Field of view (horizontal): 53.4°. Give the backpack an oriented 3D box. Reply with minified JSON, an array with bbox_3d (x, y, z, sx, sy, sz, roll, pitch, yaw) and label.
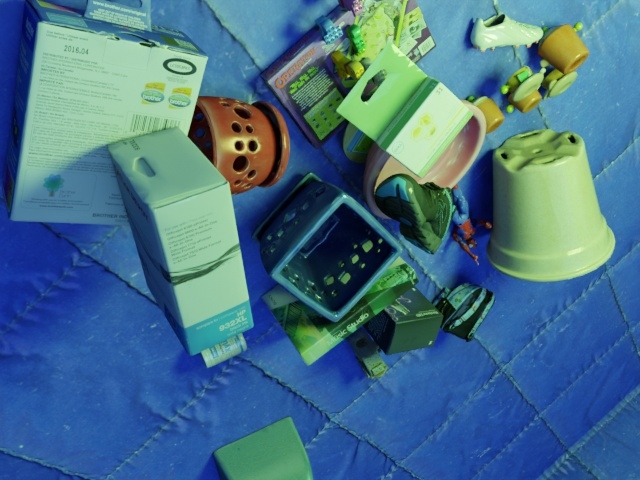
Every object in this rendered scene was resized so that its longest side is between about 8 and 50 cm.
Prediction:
[{"bbox_3d":[0.424,0.194,1.887,0.158,0.117,0.173,26,105,-41],"label":"backpack"}]

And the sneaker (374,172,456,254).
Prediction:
[{"bbox_3d":[0.222,-0.088,1.444,0.139,0.125,0.341,-55,154,-4],"label":"sneaker"}]

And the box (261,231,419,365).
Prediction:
[{"bbox_3d":[0.039,0.117,1.511,0.322,0.232,0.058,-38,132,-5],"label":"box"}]

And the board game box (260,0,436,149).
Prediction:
[{"bbox_3d":[0.065,-0.373,1.314,0.347,0.056,0.208,-41,137,-1],"label":"board game box"}]

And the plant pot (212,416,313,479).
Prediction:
[{"bbox_3d":[-0.130,0.712,1.806,0.248,0.252,0.247,-20,130,-19],"label":"plant pot"}]

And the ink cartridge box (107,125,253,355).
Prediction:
[{"bbox_3d":[-0.230,-0.001,1.065,0.129,0.223,0.307,-22,131,-22],"label":"ink cartridge box"}]

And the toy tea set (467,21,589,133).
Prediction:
[{"bbox_3d":[0.493,-0.400,1.547,0.336,0.124,0.200,-30,162,-16],"label":"toy tea set"}]

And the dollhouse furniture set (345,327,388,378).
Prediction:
[{"bbox_3d":[0.189,0.319,1.836,0.161,0.101,0.181,-34,133,-8],"label":"dollhouse furniture set"}]

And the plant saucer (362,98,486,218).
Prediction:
[{"bbox_3d":[0.227,-0.196,1.471,0.332,0.084,0.332,-25,147,-18],"label":"plant saucer"}]

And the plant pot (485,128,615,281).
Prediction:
[{"bbox_3d":[0.582,-0.111,1.672,0.334,0.334,0.305,-27,120,-14],"label":"plant pot"}]

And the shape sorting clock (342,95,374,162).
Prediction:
[{"bbox_3d":[0.135,-0.258,1.420,0.206,0.040,0.206,-24,145,-18],"label":"shape sorting clock"}]

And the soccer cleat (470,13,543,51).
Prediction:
[{"bbox_3d":[0.433,-0.482,1.459,0.196,0.068,0.076,-14,124,-21],"label":"soccer cleat"}]

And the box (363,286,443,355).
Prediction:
[{"bbox_3d":[0.195,0.189,1.676,0.153,0.207,0.108,-6,123,-29],"label":"box"}]

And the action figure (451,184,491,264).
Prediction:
[{"bbox_3d":[0.391,-0.050,1.689,0.091,0.139,0.280,-37,136,-3],"label":"action figure"}]

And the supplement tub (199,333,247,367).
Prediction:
[{"bbox_3d":[-0.239,0.257,1.542,0.107,0.071,0.071,-24,131,-18],"label":"supplement tub"}]

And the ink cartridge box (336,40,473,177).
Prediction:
[{"bbox_3d":[0.170,-0.251,1.254,0.235,0.056,0.171,30,103,-38],"label":"ink cartridge box"}]

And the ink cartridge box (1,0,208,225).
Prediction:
[{"bbox_3d":[-0.361,-0.228,1.069,0.270,0.151,0.395,2,121,-35],"label":"ink cartridge box"}]

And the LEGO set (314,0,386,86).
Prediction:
[{"bbox_3d":[0.065,-0.366,1.224,0.087,0.093,0.227,-36,133,-6],"label":"LEGO set"}]

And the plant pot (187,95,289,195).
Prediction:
[{"bbox_3d":[-0.167,-0.176,1.210,0.174,0.191,0.191,-7,124,-36],"label":"plant pot"}]

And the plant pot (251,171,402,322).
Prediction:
[{"bbox_3d":[0.000,0.000,1.409,0.236,0.212,0.236,-47,127,5],"label":"plant pot"}]
